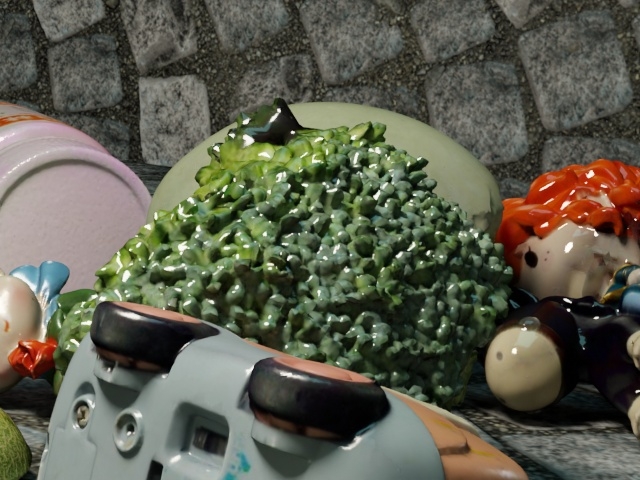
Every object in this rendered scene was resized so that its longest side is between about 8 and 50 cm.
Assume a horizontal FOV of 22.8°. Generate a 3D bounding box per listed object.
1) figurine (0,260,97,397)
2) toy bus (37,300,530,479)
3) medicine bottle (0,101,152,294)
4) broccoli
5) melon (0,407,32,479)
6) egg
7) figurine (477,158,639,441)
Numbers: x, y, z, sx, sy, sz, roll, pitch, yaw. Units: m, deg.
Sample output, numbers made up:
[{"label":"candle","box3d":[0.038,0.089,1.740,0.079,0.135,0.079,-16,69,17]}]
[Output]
[{"label":"figurine","box3d":[-0.255,0.093,1.366,0.234,0.127,0.185,13,13,-21]},{"label":"toy bus","box3d":[-0.014,0.150,0.889,0.232,0.194,0.288,8,4,-44]},{"label":"medicine bottle","box3d":[-0.326,-0.029,1.744,0.219,0.219,0.388,2,10,-23]},{"label":"broccoli","box3d":[-0.011,0.063,1.176,0.277,0.338,0.317,34,-13,1]},{"label":"melon","box3d":[-0.276,0.135,1.159,0.128,0.079,0.160,0,10,-25]},{"label":"egg","box3d":[0.000,0.000,1.545,0.336,0.278,0.278,13,10,8]},{"label":"figurine","box3d":[0.296,0.070,1.580,0.306,0.241,0.412,-13,22,18]}]
